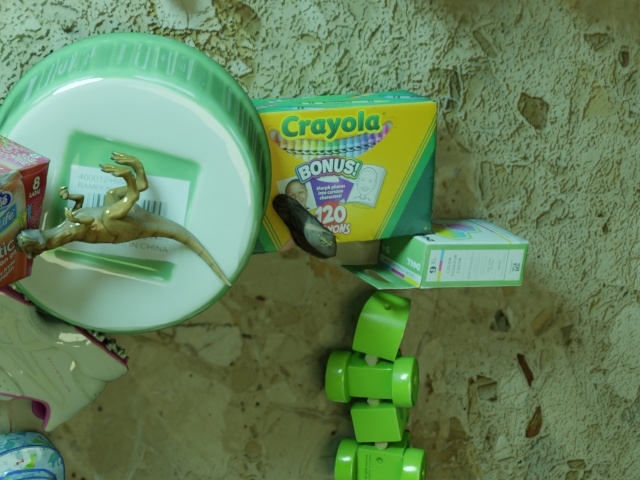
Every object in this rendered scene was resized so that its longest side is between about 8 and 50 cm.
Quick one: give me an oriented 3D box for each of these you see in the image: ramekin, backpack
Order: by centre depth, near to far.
[{"bbox_3d":[-0.197,-0.052,1.164,0.303,0.148,0.303,-2,108,-6],"label":"ramekin"},{"bbox_3d":[-0.338,0.281,1.290,0.105,0.084,0.114,-3,105,-28],"label":"backpack"}]

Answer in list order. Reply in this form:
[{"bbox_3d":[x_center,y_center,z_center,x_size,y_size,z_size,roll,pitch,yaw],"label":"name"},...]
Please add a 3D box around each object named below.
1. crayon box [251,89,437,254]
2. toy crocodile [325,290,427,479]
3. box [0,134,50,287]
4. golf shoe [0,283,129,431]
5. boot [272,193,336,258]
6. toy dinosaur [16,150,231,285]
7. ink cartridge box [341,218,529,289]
[{"bbox_3d":[-0.003,-0.083,1.340,0.278,0.081,0.165,-7,109,-24],"label":"crayon box"},{"bbox_3d":[0.079,0.232,1.478,0.115,0.105,0.340,2,112,17],"label":"toy crocodile"},{"bbox_3d":[-0.388,-0.055,1.040,0.122,0.257,0.128,-31,141,-59],"label":"box"},{"bbox_3d":[-0.349,0.096,1.212,0.306,0.115,0.140,41,89,-29],"label":"golf shoe"},{"bbox_3d":[0.000,0.000,1.253,0.037,0.114,0.106,-49,120,-3],"label":"boot"},{"bbox_3d":[-0.182,-0.020,1.071,0.211,0.064,0.112,1,112,-28],"label":"toy dinosaur"},{"bbox_3d":[0.143,0.016,1.430,0.209,0.109,0.062,-1,106,-26],"label":"ink cartridge box"}]
